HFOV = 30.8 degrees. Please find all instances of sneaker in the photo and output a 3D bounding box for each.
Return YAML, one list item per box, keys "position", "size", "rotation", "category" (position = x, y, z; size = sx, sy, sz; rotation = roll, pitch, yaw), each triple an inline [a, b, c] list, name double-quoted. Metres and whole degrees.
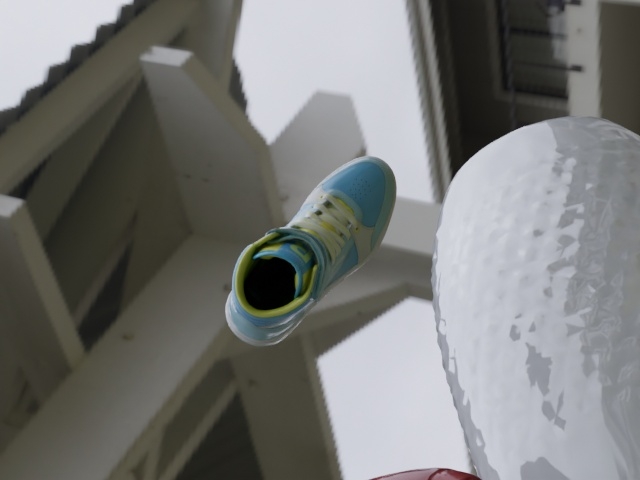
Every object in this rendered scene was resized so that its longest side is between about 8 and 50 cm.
- position: [0.000, 0.000, 1.532]
  size: [0.319, 0.127, 0.208]
  rotation: [-52, -5, -12]
  category: "sneaker"

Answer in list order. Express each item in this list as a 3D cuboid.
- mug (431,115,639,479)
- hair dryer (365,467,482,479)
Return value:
- position: [0.277, 0.055, 0.957]
  size: [0.276, 0.374, 0.328]
  rotation: [43, -154, -58]
  category: "mug"
- position: [0.018, 0.184, 0.778]
  size: [0.293, 0.223, 0.080]
  rotation: [116, 157, -67]
  category: "hair dryer"
